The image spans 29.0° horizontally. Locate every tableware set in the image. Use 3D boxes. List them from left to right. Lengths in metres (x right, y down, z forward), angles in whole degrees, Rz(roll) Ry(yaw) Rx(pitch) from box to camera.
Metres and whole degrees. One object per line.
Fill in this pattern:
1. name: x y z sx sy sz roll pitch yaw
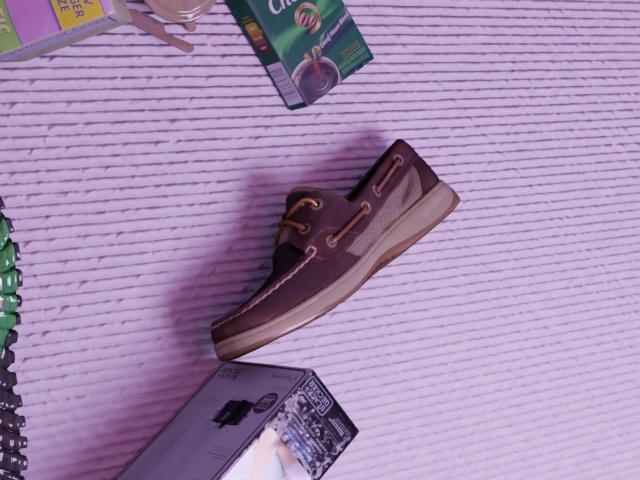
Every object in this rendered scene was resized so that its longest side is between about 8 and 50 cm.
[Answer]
1. tableware set: -0.191 -0.284 1.231 0.194 0.039 0.128 25 86 -24

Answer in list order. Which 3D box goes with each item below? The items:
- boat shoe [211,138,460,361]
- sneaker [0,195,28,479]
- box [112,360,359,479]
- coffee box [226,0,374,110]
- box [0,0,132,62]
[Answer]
1. boat shoe: 0.000 0.000 1.300 0.342 0.123 0.123 -36 92 -29
2. sneaker: -0.337 0.077 1.055 0.146 0.134 0.343 -3 89 -33
3. box: -0.118 0.246 1.169 0.290 0.169 0.087 -47 114 -28
4. coffee box: -0.031 -0.245 1.330 0.113 0.040 0.184 -38 107 -29
5. box: -0.259 -0.269 1.051 0.117 0.243 0.213 -21 100 -2
